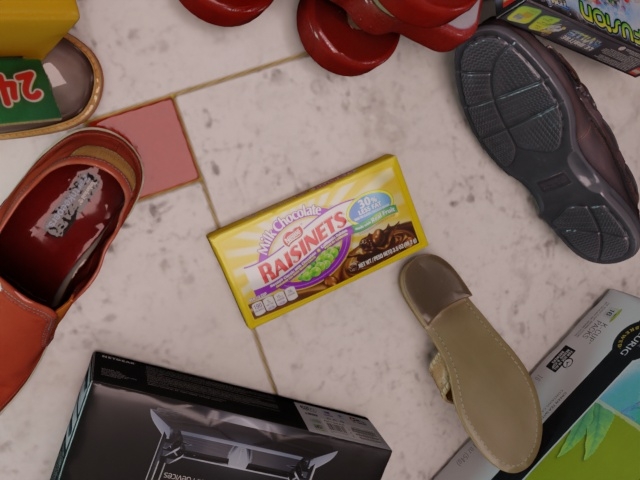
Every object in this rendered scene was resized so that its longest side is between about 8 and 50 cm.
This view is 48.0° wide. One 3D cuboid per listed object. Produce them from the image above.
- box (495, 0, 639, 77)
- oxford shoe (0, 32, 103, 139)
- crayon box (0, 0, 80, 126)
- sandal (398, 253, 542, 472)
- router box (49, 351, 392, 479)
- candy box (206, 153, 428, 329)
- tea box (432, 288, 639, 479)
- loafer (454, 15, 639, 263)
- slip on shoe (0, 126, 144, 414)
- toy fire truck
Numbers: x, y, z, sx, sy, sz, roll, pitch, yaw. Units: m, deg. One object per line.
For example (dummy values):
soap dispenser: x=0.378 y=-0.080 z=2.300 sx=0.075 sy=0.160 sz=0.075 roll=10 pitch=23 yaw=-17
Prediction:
box: x=0.249 y=-0.239 z=0.689 sx=0.207 sy=0.036 sz=0.114 roll=9 pitch=72 yaw=-32
oxford shoe: x=-0.351 y=-0.142 z=0.539 sx=0.364 sy=0.133 sz=0.129 roll=6 pitch=99 yaw=-20
crayon box: x=-0.296 y=-0.231 z=0.477 sx=0.202 sy=0.081 sz=0.318 roll=-19 pitch=90 yaw=-43
sandal: x=0.154 y=0.128 z=0.774 sx=0.088 sy=0.079 sz=0.240 roll=-27 pitch=84 yaw=-12
router box: x=-0.114 y=0.270 z=0.721 sx=0.309 sy=0.081 sz=0.242 roll=19 pitch=96 yaw=-18
candy box: x=0.000 y=0.000 z=0.725 sx=0.206 sy=0.027 sz=0.105 roll=-25 pitch=104 yaw=-9
tea box: x=0.340 y=0.267 z=0.719 sx=0.220 sy=0.323 sz=0.329 roll=44 pitch=87 yaw=-19
loafer: x=0.243 y=-0.109 z=0.744 sx=0.302 sy=0.109 sz=0.095 roll=50 pitch=52 yaw=-21
slip on shoe: x=-0.269 y=0.047 z=0.623 sx=0.123 sy=0.101 sz=0.331 roll=36 pitch=92 yaw=-21
toy fire truck: x=0.019 y=-0.300 z=0.606 sx=0.302 sy=0.169 sz=0.253 roll=17 pitch=78 yaw=-22
